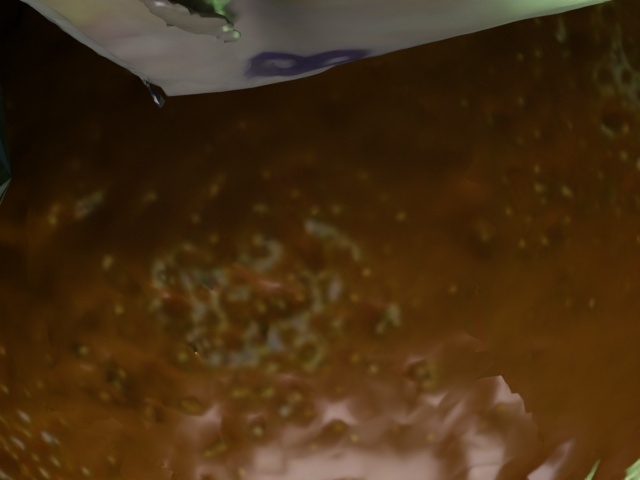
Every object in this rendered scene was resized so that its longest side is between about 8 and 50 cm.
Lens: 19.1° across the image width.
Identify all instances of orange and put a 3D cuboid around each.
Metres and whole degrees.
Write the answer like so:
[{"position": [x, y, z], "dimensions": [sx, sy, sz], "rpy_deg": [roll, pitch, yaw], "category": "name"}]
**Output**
[{"position": [0.000, 0.000, 0.709], "dimensions": [0.340, 0.293, 0.340], "rpy_deg": [-26, 178, -1], "category": "orange"}]

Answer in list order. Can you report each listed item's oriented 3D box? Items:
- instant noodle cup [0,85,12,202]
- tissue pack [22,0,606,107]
[{"position": [-0.211, -0.023, 0.495], "dimensions": [0.240, 0.240, 0.178], "rpy_deg": [-14, -173, 36], "category": "instant noodle cup"}, {"position": [0.089, -0.128, 0.311], "dimensions": [0.343, 0.125, 0.242], "rpy_deg": [-11, 171, 9], "category": "tissue pack"}]
